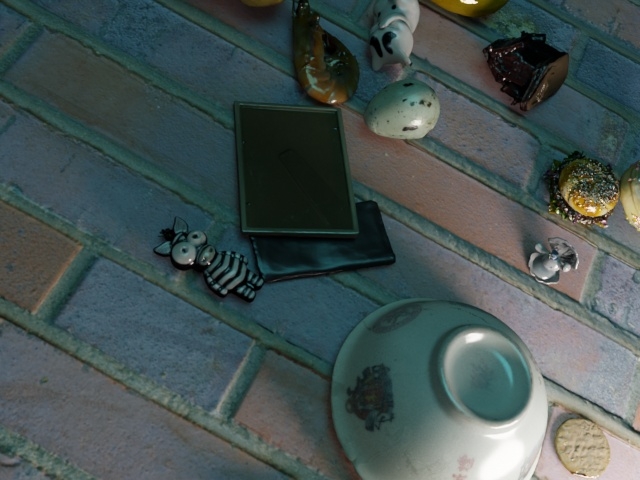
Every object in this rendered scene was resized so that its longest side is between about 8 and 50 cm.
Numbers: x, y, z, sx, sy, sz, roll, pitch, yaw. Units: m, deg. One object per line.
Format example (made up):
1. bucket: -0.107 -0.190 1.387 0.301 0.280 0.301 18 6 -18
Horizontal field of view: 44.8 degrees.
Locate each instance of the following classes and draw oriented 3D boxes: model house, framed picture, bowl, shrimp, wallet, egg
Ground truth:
1. model house: 0.479 -0.411 1.825 0.164 0.141 0.203 33 38 26
2. framed picture: -0.053 -0.149 1.581 0.240 0.020 0.324 1 60 -15
3. bowl: 0.249 0.265 1.376 0.434 0.196 0.435 8 62 -15
4. shrimp: 0.009 -0.427 1.720 0.152 0.063 0.287 -2 70 -18
5. wallet: 0.000 0.000 1.541 0.285 0.030 0.146 -8 71 -18
6. egg: 0.174 -0.274 1.662 0.164 0.131 0.131 -21 71 2

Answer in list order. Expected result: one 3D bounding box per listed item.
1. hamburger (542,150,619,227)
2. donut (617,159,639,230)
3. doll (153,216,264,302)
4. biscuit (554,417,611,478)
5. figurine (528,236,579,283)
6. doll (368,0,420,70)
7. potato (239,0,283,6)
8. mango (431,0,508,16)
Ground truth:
1. hamburger: 0.585 -0.118 1.717 0.164 0.093 0.190 4 63 -13
2. donut: 0.724 -0.096 1.734 0.174 0.068 0.175 15 69 -42
3. doll: -0.208 0.038 1.445 0.219 0.067 0.091 31 66 2
4. biscuit: 0.507 0.400 1.500 0.120 0.015 0.120 6 64 -12
5. figurine: 0.486 0.037 1.622 0.082 0.086 0.094 -35 79 -24
6. doll: 0.165 -0.480 1.763 0.107 0.110 0.181 43 52 -39
7. potato: -0.206 -0.635 1.684 0.351 0.202 0.218 30 23 -6
8. mango: 0.294 -0.657 1.860 0.195 0.142 0.332 -39 83 -22
